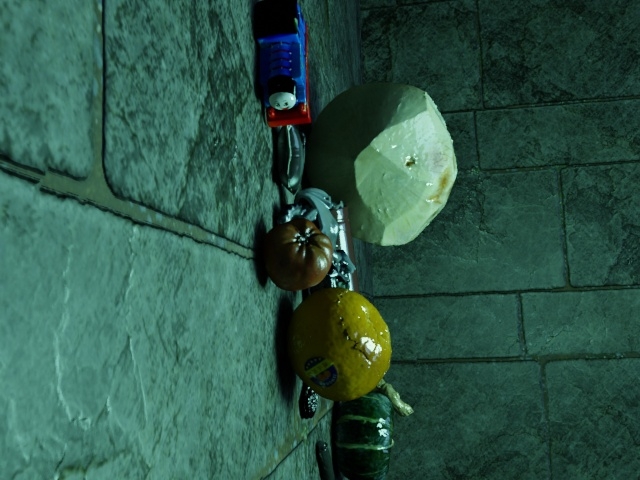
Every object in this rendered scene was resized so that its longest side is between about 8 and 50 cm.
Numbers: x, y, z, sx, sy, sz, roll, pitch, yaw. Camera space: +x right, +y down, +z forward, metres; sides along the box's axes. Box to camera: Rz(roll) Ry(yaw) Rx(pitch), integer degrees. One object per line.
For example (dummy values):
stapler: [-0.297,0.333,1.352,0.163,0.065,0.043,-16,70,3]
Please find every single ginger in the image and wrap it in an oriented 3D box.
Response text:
ginger: [0.163,0.454,1.916,0.065,0.258,0.149,-39,156,-41]

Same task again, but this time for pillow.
pillow: [-0.059,-0.161,1.228,0.091,0.055,0.136,160,-67,-66]

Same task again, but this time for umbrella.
umbrella: [0.011,0.525,1.503,0.036,0.031,0.133,-128,-155,-56]

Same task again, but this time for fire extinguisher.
fire extinguisher: [0.021,0.096,1.438,0.114,0.135,0.338,-32,114,-75]

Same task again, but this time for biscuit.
biscuit: [-0.024,0.335,1.348,0.089,0.027,0.087,68,22,-64]

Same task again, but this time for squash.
squash: [0.125,0.551,1.778,0.252,0.165,0.252,-1,90,-81]

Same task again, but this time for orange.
orange: [0.034,0.199,1.223,0.219,0.193,0.219,26,46,-30]

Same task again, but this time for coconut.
coconut: [0.157,-0.179,1.546,0.415,0.344,0.415,56,19,-30]

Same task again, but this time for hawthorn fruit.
hawthorn fruit: [-0.037,0.031,1.079,0.125,0.125,0.140,-81,163,-53]

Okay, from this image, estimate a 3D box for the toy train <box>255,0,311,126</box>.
toy train: [-0.067,-0.318,1.140,0.131,0.082,0.204,62,24,-70]

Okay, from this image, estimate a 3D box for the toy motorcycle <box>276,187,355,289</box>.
toy motorcycle: [0.000,0.000,1.279,0.270,0.106,0.159,52,44,-42]
